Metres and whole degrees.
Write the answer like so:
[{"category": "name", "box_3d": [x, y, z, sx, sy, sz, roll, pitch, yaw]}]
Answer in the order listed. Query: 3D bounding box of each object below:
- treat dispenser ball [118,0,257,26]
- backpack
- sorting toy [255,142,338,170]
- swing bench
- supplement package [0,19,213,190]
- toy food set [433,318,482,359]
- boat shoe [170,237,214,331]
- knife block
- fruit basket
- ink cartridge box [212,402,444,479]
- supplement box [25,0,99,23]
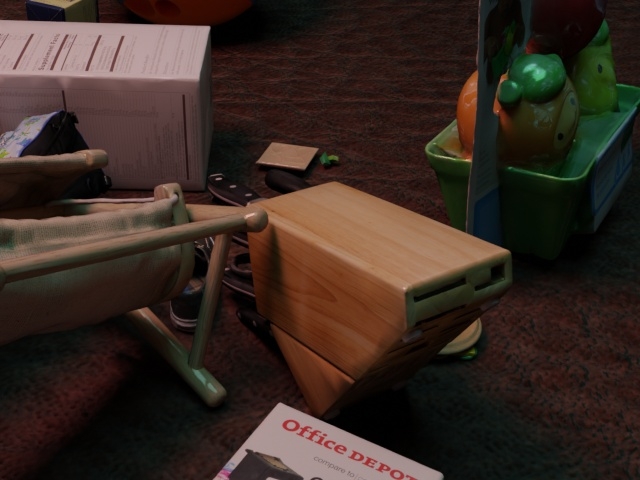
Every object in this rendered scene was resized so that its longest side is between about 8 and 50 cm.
[{"category": "treat dispenser ball", "box_3d": [-0.189, -0.443, 1.260, 0.288, 0.288, 0.288, 2, 35, -1]}, {"category": "backpack", "box_3d": [-0.275, -0.056, 0.864, 0.084, 0.105, 0.114, -9, 33, 22]}, {"category": "sorting toy", "box_3d": [-0.024, -0.090, 1.005, 0.083, 0.012, 0.062, 9, 30, 15]}, {"category": "swing bench", "box_3d": [-0.221, 0.025, 0.628, 0.254, 0.165, 0.253, 24, 20, 27]}, {"category": "supplement package", "box_3d": [-0.243, -0.147, 0.959, 0.244, 0.139, 0.134, 2, 36, -3]}, {"category": "toy food set", "box_3d": [0.097, 0.073, 0.772, 0.083, 0.020, 0.083, 3, 35, 0]}, {"category": "boat shoe", "box_3d": [-0.115, 0.023, 0.810, 0.049, 0.040, 0.142, -2, 35, -7]}, {"category": "knife block", "box_3d": [0.000, 0.000, 0.690, 0.088, 0.276, 0.242, -19, 70, -27]}, {"category": "fruit basket", "box_3d": [0.224, -0.172, 0.846, 0.165, 0.353, 0.327, 20, 38, 25]}, {"category": "ink cartridge box", "box_3d": [-0.018, 0.196, 0.543, 0.127, 0.072, 0.175, 19, 38, 22]}, {"category": "supplement box", "box_3d": [-0.343, -0.288, 1.202, 0.056, 0.083, 0.083, 16, 36, 16]}]
